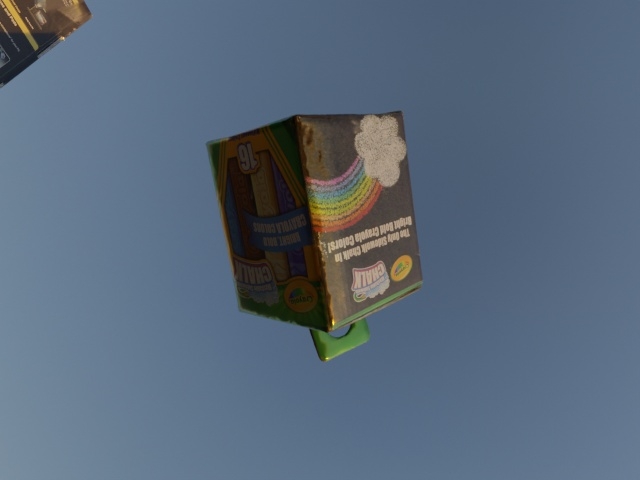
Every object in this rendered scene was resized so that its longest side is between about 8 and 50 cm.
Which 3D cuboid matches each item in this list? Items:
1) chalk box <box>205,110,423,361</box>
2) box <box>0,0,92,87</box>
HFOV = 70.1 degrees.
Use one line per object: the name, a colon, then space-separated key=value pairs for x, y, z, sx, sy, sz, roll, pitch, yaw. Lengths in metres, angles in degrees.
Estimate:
chalk box: x=0.000 y=0.000 z=0.574 sx=0.179 sy=0.180 sz=0.288 roll=3 pitch=-76 yaw=48
box: x=-0.471 y=-0.354 z=0.480 sx=0.097 sy=0.318 sz=0.394 roll=12 pitch=-35 yaw=21
